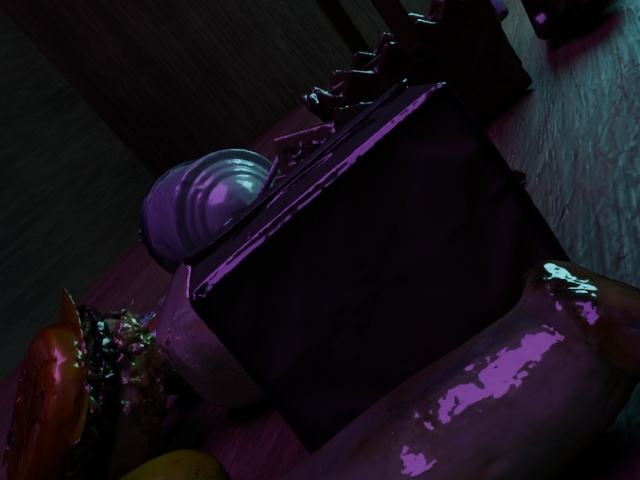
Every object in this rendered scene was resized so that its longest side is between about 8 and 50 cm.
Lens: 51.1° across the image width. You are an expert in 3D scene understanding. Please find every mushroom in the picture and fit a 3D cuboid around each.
[{"bbox_3d":[0.056,0.128,0.380,0.312,0.081,0.100,-42,11,12],"label":"mushroom"}]

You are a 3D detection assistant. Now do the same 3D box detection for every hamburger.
[{"bbox_3d":[-0.250,0.194,0.724,0.262,0.138,0.243,-55,38,31],"label":"hamburger"}]

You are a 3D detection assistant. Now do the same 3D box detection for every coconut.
[{"bbox_3d":[-0.093,0.083,0.696,0.161,0.162,0.161,-37,15,11],"label":"coconut"}]

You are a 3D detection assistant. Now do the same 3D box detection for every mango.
[{"bbox_3d":[-0.147,0.239,0.552,0.163,0.089,0.117,-32,5,-16],"label":"mango"}]

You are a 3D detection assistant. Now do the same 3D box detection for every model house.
[{"bbox_3d":[0.087,-0.061,0.700,0.247,0.176,0.181,-12,0,6],"label":"model house"}]

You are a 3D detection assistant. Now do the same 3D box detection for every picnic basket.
[{"bbox_3d":[0.101,-0.275,0.966,0.291,0.321,0.254,-38,11,0],"label":"picnic basket"}]

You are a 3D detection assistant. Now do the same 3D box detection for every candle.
[{"bbox_3d":[-0.172,-0.037,1.126,0.221,0.221,0.342,-46,17,-19],"label":"candle"}]

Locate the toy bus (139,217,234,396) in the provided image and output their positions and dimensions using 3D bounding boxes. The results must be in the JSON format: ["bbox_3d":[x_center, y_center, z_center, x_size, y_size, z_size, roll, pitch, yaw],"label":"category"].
[{"bbox_3d":[-0.137,0.089,0.890,0.119,0.121,0.265,-5,37,50],"label":"toy bus"}]

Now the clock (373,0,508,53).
[{"bbox_3d":[0.208,-0.335,1.199,0.247,0.090,0.227,-32,-4,4],"label":"clock"}]

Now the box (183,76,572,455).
[{"bbox_3d":[0.036,0.019,0.537,0.252,0.188,0.153,-37,13,1],"label":"box"}]

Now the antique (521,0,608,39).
[{"bbox_3d":[0.376,-0.392,1.009,0.143,0.121,0.257,-20,16,31],"label":"antique"}]
